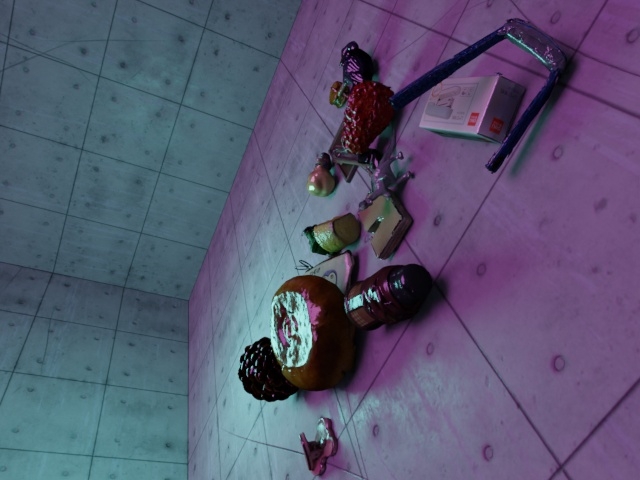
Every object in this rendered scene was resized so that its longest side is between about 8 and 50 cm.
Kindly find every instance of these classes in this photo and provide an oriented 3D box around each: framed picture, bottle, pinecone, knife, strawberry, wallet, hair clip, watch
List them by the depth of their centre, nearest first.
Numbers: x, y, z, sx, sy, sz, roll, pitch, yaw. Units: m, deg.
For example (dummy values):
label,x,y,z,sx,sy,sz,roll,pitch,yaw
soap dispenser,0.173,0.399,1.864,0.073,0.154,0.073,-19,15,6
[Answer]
label,x,y,z,sx,sy,sz,roll,pitch,yaw
watch,0.326,-0.326,1.054,0.276,0.068,0.275,39,110,18
bottle,0.175,0.132,1.247,0.156,0.143,0.271,-41,0,-32
hair clip,0.000,0.605,1.487,0.123,0.102,0.138,-125,21,-64
strawberry,0.160,-0.370,1.590,0.111,0.190,0.237,29,105,36
wallet,0.007,0.175,1.685,0.335,0.068,0.275,-26,59,57
pinecone,-0.162,0.437,1.728,0.272,0.224,0.224,160,122,-68
knife,0.113,-0.278,1.737,0.365,0.043,0.089,32,105,62
framed picture,0.107,-0.363,1.878,0.211,0.020,0.289,-64,24,24

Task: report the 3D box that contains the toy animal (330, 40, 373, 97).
label,x,y,z,sx,sy,sz,roll,pitch,yaw
toy animal,0.121,-0.605,1.869,0.185,0.122,0.298,-62,26,28

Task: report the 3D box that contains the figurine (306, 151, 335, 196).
label,x,y,z,sx,sy,sz,roll,pitch,yaw
figurine,0.003,-0.256,1.948,0.114,0.108,0.196,-44,33,44

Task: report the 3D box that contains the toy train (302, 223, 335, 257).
label,x,y,z,sx,sy,sz,roll,pitch,yaw
toy train,0.000,0.000,1.786,0.178,0.104,0.071,-124,49,-63

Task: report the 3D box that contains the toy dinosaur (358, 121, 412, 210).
label,x,y,z,sx,sy,sz,roll,pitch,yaw
toy dinosaur,0.215,-0.219,1.473,0.129,0.076,0.383,-4,42,37

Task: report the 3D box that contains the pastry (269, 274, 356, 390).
label,x,y,z,sx,sy,sz,roll,pitch,yaw
pastry,-0.028,0.270,1.516,0.356,0.163,0.356,7,98,56

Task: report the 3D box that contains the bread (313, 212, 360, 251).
label,x,y,z,sx,sy,sz,roll,pitch,yaw
bread,0.056,-0.025,1.652,0.111,0.129,0.114,59,146,-2

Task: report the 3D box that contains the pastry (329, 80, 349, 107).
label,x,y,z,sx,sy,sz,roll,pitch,yaw
pastry,0.071,-0.587,2.061,0.097,0.057,0.109,129,149,-47

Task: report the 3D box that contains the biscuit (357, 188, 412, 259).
label,x,y,z,sx,sy,sz,roll,pitch,yaw
biscuit,0.177,-0.064,1.479,0.147,0.046,0.250,-63,25,25

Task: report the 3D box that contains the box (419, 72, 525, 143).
label,x,y,z,sx,sy,sz,roll,pitch,yaw
box,0.345,-0.310,1.200,0.135,0.079,0.269,-71,22,9
